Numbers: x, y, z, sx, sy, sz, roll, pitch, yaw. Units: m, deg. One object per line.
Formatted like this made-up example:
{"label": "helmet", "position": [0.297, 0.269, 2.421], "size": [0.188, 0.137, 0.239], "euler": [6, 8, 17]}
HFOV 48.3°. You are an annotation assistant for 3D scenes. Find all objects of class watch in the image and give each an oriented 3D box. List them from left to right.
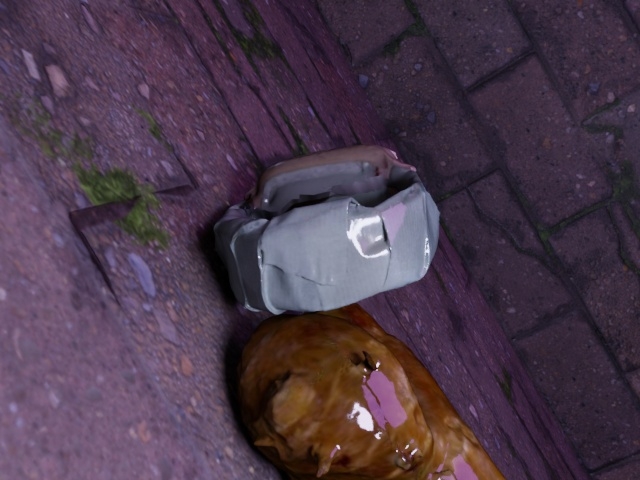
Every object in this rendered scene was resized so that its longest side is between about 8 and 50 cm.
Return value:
{"label": "watch", "position": [0.000, 0.000, 0.743], "size": [0.241, 0.253, 0.161], "euler": [-39, 116, -60]}

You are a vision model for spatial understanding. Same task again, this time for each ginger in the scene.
{"label": "ginger", "position": [0.064, 0.228, 0.655], "size": [0.418, 0.176, 0.254], "euler": [59, 19, 15]}
